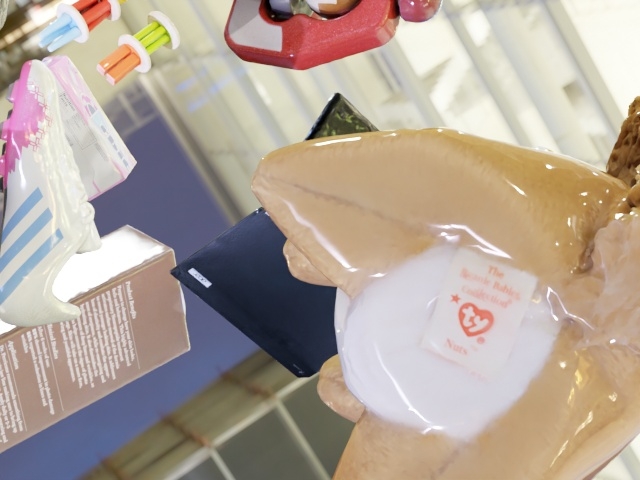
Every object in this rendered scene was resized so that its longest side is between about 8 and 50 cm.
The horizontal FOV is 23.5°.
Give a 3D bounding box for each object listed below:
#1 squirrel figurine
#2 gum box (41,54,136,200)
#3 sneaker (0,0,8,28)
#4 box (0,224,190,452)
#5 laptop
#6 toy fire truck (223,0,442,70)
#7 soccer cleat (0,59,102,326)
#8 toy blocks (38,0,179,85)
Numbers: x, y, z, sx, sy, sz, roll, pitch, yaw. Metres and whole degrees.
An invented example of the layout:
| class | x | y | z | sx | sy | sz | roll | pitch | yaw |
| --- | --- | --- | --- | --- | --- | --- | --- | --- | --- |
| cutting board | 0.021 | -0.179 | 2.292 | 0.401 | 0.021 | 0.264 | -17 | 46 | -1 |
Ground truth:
| class | x | y | z | sx | sy | sz | roll | pitch | yaw |
| --- | --- | --- | --- | --- | --- | --- | --- | --- | --- |
| squirrel figurine | 0.177 | 0.031 | 1.102 | 0.397 | 0.281 | 0.370 | -17 | 178 | 17 |
| gum box | -0.329 | -0.157 | 2.063 | 0.062 | 0.188 | 0.107 | -30 | -168 | 9 |
| sneaker | -0.589 | -0.382 | 2.138 | 0.147 | 0.330 | 0.130 | -23 | -133 | 50 |
| box | -0.394 | 0.146 | 2.320 | 0.381 | 0.191 | 0.143 | -26 | -145 | -31 |
| laptop | 0.000 | 0.000 | 1.845 | 0.136 | 0.234 | 0.264 | -1 | -127 | 57 |
| toy fire truck | 0.022 | -0.323 | 1.603 | 0.254 | 0.169 | 0.302 | 11 | -102 | 25 |
| soccer cleat | -0.337 | -0.055 | 1.917 | 0.143 | 0.331 | 0.116 | 7 | -175 | -7 |
| toy blocks | -0.250 | -0.238 | 1.795 | 0.148 | 0.123 | 0.054 | -40 | -155 | -26 |
